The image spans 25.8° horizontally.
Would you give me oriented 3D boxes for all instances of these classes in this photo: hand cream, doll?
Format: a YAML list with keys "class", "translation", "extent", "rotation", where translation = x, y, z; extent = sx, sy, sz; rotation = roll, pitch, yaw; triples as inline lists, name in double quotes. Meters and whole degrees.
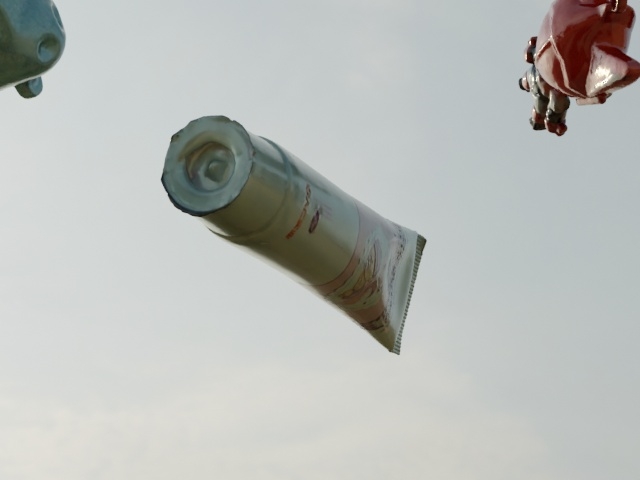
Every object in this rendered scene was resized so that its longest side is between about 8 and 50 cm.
- class: "hand cream"
  translation: [0.000, 0.000, 0.818]
  extent: [0.058, 0.085, 0.331]
  rotation: [6, -11, 21]
- class: "doll"
  translation: [0.172, -0.128, 0.957]
  extent: [0.057, 0.109, 0.169]
  rotation: [-3, -17, -18]

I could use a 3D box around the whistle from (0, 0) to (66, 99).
- class: "whistle"
  translation: [-0.251, -0.181, 0.841]
  extent: [0.093, 0.186, 0.274]
  rotation: [-14, -43, 25]
